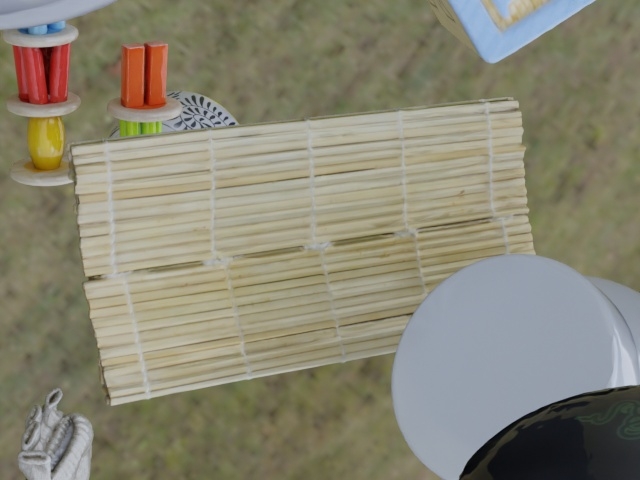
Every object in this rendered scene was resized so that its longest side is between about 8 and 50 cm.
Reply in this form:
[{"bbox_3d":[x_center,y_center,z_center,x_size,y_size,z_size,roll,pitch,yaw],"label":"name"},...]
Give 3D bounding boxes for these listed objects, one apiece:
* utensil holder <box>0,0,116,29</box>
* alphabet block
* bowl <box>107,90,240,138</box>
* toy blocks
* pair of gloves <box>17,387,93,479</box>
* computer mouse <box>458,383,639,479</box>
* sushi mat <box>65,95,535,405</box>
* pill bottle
[{"bbox_3d":[-0.208,-0.254,0.796,0.327,0.328,0.385,-58,175,11],"label":"utensil holder"},{"bbox_3d":[0.197,-0.340,2.090,0.192,0.197,0.193,-31,111,0],"label":"alphabet block"},{"bbox_3d":[-0.156,-0.062,1.810,0.170,0.170,0.080,-60,162,15],"label":"bowl"},{"bbox_3d":[-0.156,-0.112,1.271,0.054,0.123,0.148,-72,164,-68],"label":"toy blocks"},{"bbox_3d":[-0.228,0.251,1.450,0.240,0.042,0.204,-63,159,-46],"label":"pair of gloves"},{"bbox_3d":[0.171,0.116,0.576,0.188,0.272,0.072,-41,153,-47],"label":"computer mouse"},{"bbox_3d":[0.000,0.000,1.125,0.317,0.019,0.151,-8,94,-29],"label":"sushi mat"},{"bbox_3d":[0.160,0.114,1.086,0.162,0.162,0.278,-52,145,1],"label":"pill bottle"}]
